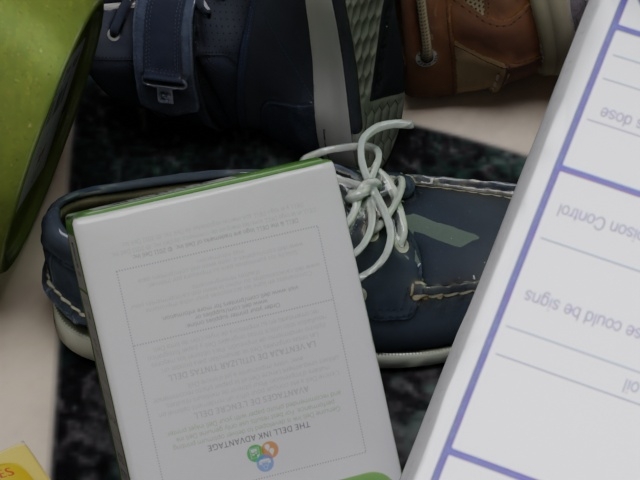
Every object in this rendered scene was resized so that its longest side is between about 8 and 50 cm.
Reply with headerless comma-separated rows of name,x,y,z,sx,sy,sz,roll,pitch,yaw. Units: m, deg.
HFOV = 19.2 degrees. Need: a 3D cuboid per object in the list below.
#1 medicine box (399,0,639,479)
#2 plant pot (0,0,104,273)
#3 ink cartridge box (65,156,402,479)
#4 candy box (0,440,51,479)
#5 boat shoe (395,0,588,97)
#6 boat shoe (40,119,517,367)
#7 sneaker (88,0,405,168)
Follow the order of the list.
medicine box,0.178,0.082,0.688,0.263,0.149,0.289,19,71,12
plant pot,-0.259,-0.097,0.861,0.294,0.274,0.274,20,50,-2
ink cartridge box,-0.029,0.079,0.781,0.109,0.062,0.209,-13,93,-10
candy box,-0.118,0.177,0.734,0.109,0.053,0.186,-27,52,-20
boat shoe,0.036,-0.214,0.921,0.116,0.324,0.123,-22,16,1
boat shoe,0.000,0.000,0.868,0.255,0.079,0.095,-1,48,-1
sneaker,-0.046,-0.138,0.896,0.163,0.226,0.086,17,46,19
